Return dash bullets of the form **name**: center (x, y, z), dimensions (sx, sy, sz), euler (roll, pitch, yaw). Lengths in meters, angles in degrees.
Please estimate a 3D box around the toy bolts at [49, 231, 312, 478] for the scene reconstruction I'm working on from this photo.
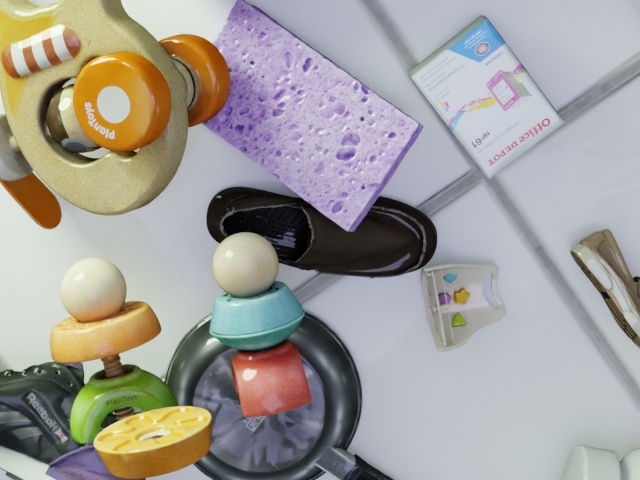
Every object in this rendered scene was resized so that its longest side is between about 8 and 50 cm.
- **toy bolts**: center (-0.120, 0.087, 1.247), dimensions (0.228, 0.218, 0.158), euler (-14, 102, -12)

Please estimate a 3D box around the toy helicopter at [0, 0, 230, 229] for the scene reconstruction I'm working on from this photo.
- **toy helicopter**: center (-0.272, -0.162, 1.279), dimensions (0.355, 0.140, 0.235), euler (45, 118, 6)

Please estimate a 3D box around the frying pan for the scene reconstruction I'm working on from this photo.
- **frying pan**: center (-0.025, 0.212, 1.391), dimensions (0.197, 0.053, 0.326), euler (-29, 97, 8)

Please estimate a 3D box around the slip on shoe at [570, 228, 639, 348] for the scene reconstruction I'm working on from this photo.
- **slip on shoe**: center (0.292, 0.050, 1.350), dimensions (0.041, 0.051, 0.135), euler (-37, 94, -4)

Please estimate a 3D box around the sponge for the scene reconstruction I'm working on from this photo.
- **sponge**: center (-0.022, -0.115, 1.288), dimensions (0.210, 0.031, 0.117), euler (37, 100, 14)

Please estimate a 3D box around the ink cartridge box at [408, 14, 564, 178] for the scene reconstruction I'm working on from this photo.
- **ink cartridge box**: center (0.153, -0.132, 1.307), dimensions (0.088, 0.052, 0.122), euler (-37, 101, 8)

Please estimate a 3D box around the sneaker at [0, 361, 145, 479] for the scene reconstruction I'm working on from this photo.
- **sneaker**: center (-0.289, 0.156, 1.367), dimensions (0.283, 0.107, 0.124), euler (30, 86, -9)

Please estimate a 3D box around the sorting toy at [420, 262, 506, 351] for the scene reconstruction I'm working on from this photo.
- **sorting toy**: center (0.138, 0.055, 1.356), dimensions (0.075, 0.045, 0.083), euler (-12, 102, -4)

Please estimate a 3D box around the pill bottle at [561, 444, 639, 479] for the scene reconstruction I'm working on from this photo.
- **pill bottle**: center (0.345, 0.266, 1.357), dimensions (0.221, 0.121, 0.121), euler (12, 102, -2)

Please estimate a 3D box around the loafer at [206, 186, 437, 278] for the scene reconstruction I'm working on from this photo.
- **loafer**: center (0.000, 0.000, 1.324), dimensions (0.220, 0.078, 0.080), euler (4, 102, 0)
